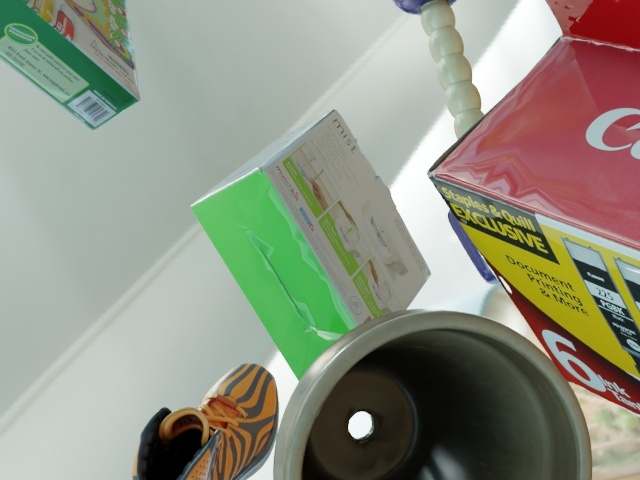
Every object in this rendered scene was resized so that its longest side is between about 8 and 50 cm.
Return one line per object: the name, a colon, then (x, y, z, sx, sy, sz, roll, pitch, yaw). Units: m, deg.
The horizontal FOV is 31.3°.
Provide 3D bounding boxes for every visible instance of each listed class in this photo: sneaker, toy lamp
sneaker: (-0.142, 0.255, 1.512, 0.180, 0.125, 0.321, 95, -161, -46)
toy lamp: (0.121, -0.098, 0.944, 0.080, 0.080, 0.274, 14, -123, -57)

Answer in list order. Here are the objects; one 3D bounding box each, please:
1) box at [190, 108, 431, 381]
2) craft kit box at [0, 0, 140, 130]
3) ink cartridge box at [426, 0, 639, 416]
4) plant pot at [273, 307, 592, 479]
box: (0.000, 0.000, 1.434, 0.262, 0.127, 0.231, 58, -148, -11)
craft kit box: (-0.242, -0.242, 0.857, 0.250, 0.061, 0.246, 41, -156, -47)
ink cartridge box: (0.212, 0.002, 0.574, 0.130, 0.309, 0.272, -46, -57, -12)
plant pot: (0.065, 0.182, 0.999, 0.263, 0.263, 0.229, 64, 165, -10)
